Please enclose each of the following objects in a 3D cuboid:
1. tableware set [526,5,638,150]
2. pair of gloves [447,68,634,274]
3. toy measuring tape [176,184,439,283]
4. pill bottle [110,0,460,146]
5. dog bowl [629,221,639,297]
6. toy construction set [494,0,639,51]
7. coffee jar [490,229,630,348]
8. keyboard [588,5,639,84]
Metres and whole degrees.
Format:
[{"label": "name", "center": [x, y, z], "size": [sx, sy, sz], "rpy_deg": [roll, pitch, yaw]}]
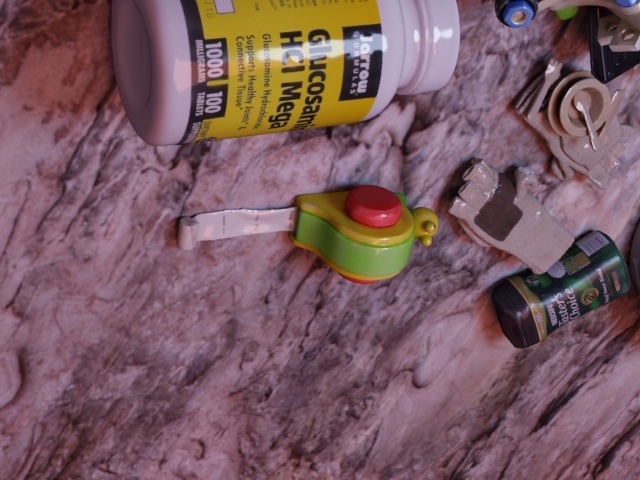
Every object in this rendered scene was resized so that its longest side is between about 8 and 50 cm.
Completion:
[{"label": "tableware set", "center": [0.344, -0.211, 1.781], "size": [0.128, 0.039, 0.194], "rpy_deg": [16, 104, -32]}, {"label": "pair of gloves", "center": [0.281, -0.086, 1.867], "size": [0.204, 0.042, 0.240], "rpy_deg": [27, 103, -34]}, {"label": "toy measuring tape", "center": [0.000, 0.000, 1.735], "size": [0.330, 0.121, 0.121], "rpy_deg": [-6, 126, -24]}, {"label": "pill bottle", "center": [-0.034, -0.207, 1.511], "size": [0.333, 0.188, 0.188], "rpy_deg": [-9, 127, -22]}, {"label": "dog bowl", "center": [0.592, 0.004, 2.058], "size": [0.348, 0.102, 0.349], "rpy_deg": [-15, 129, -19]}, {"label": "toy construction set", "center": [0.258, -0.339, 1.575], "size": [0.215, 0.151, 0.328], "rpy_deg": [-25, 118, 18]}, {"label": "coffee jar", "center": [0.323, 0.069, 1.979], "size": [0.184, 0.079, 0.096], "rpy_deg": [-29, 132, -6]}, {"label": "keyboard", "center": [0.450, -0.284, 1.778], "size": [0.317, 0.033, 0.202], "rpy_deg": [-31, 131, -19]}]
